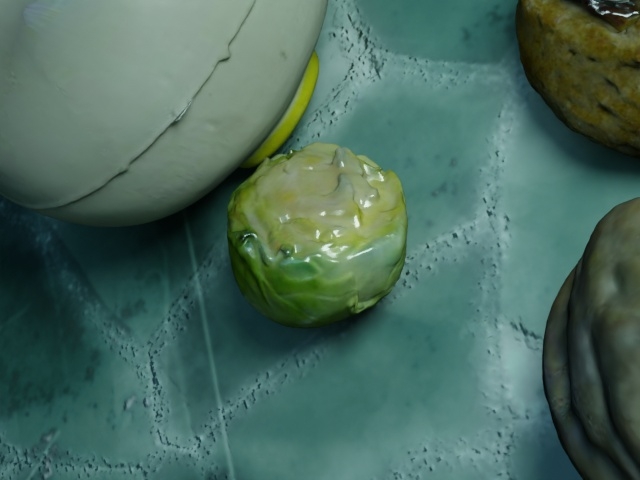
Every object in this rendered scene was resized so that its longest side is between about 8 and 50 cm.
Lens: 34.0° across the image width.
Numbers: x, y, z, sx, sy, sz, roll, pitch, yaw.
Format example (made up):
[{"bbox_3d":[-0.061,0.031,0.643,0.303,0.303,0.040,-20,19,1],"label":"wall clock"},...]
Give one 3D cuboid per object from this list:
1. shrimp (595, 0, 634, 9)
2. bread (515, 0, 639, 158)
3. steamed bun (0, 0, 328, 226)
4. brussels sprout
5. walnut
[{"bbox_3d":[0.181,-0.187,0.713,0.092,0.029,0.038,37,87,28],"label":"shrimp"},{"bbox_3d":[0.244,-0.175,0.758,0.230,0.123,0.230,-8,73,28],"label":"bread"},{"bbox_3d":[-0.162,-0.196,0.870,0.334,0.334,0.374,38,95,31],"label":"steamed bun"},{"bbox_3d":[-0.002,0.005,0.839,0.149,0.122,0.151,30,55,25],"label":"brussels sprout"},{"bbox_3d":[0.237,0.072,0.634,0.224,0.224,0.224,-8,72,26],"label":"walnut"}]
